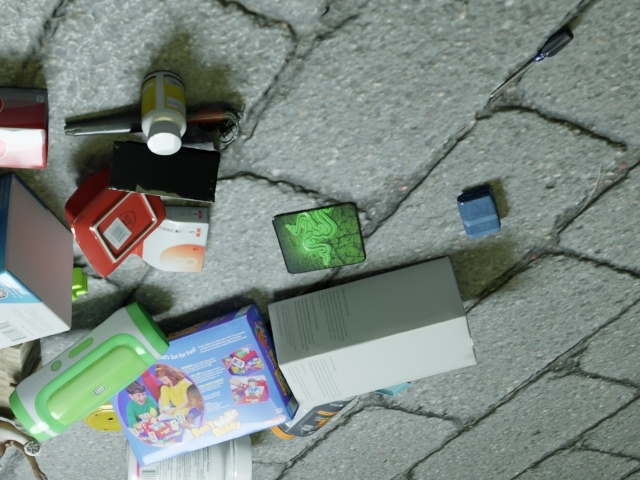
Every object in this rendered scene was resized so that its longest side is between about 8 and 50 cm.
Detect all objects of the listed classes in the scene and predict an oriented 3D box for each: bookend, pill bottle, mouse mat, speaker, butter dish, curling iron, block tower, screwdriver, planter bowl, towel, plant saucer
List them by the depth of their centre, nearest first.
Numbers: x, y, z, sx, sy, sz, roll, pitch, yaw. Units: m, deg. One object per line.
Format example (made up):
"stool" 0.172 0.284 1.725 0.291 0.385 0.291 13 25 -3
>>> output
"pill bottle" -0.227 -0.183 1.485 0.065 0.116 0.065 -5 143 -3
"screwdriver" 0.316 -0.268 1.560 0.024 0.025 0.170 19 145 -32
"curling iron" -0.252 -0.171 1.565 0.273 0.035 0.068 -4 144 -5
"bookend" -0.235 -0.109 1.566 0.157 0.072 0.156 8 -173 -8
"butter dish" -0.350 -0.052 1.654 0.160 0.118 0.160 -48 150 -20
"towel" 0.284 -0.050 1.836 0.067 0.029 0.119 -15 144 9
"mouse mat" 0.000 0.000 1.872 0.152 0.007 0.190 -10 143 3
"speaker" -0.435 0.247 1.941 0.296 0.131 0.131 -37 142 -5
"block tower" -0.603 0.244 2.003 0.097 0.091 0.335 17 141 2
"planter bowl" -0.448 0.347 2.192 0.217 0.090 0.217 -5 144 -3
"pill bottle" -0.023 0.343 2.231 0.130 0.130 0.246 14 139 -27
"plant saucer" 0.111 0.313 2.310 0.192 0.018 0.067 18 137 -32
"pill bottle" -0.308 0.517 2.390 0.283 0.160 0.160 2 143 -13

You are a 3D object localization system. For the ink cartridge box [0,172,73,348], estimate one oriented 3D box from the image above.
"ink cartridge box" -0.573 0.055 1.677 0.270 0.197 0.198 -16 144 11

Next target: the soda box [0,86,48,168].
"soda box" -0.529 -0.167 1.481 0.263 0.083 0.092 1 143 -12

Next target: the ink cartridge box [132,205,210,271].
"ink cartridge box" -0.288 -0.002 1.785 0.179 0.045 0.145 -1 143 -14

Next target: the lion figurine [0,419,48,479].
"lion figurine" -0.723 0.367 2.016 0.392 0.142 0.240 35 170 -23

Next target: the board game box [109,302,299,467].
"board game box" -0.246 0.291 2.050 0.347 0.078 0.233 -19 101 16

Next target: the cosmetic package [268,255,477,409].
"cosmetic package" 0.104 0.185 1.998 0.365 0.155 0.197 -15 142 2

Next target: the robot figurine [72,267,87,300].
"robot figurine" -0.478 0.081 1.842 0.115 0.067 0.101 -12 152 6

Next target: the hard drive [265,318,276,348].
"hard drive" -0.093 0.208 2.123 0.094 0.022 0.135 16 137 -30
